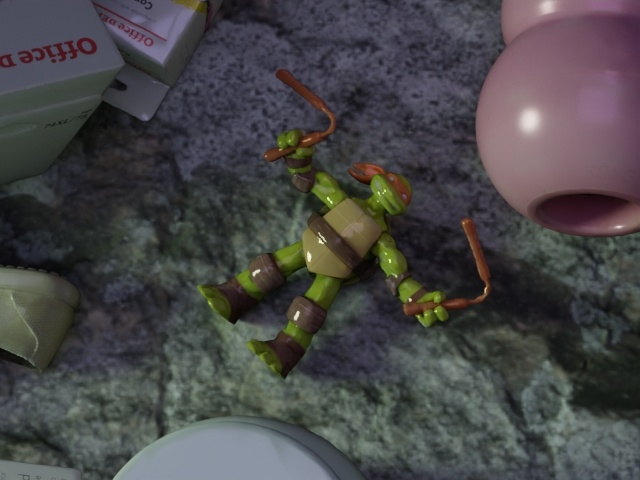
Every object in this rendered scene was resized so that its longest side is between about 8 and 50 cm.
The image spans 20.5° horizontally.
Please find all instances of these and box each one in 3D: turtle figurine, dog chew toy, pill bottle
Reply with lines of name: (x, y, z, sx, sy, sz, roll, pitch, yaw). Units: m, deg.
turtle figurine: (0.000, 0.000, 1.559, 0.217, 0.087, 0.269, -42, 87, 1)
dog chew toy: (0.243, -0.175, 1.538, 0.207, 0.206, 0.331, 4, 69, 4)
pill bottle: (-0.054, 0.252, 1.348, 0.224, 0.392, 0.224, -1, 78, 3)

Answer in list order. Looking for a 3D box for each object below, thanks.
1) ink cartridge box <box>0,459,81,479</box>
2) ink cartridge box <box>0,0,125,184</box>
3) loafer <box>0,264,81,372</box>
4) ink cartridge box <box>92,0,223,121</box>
ink cartridge box: (-0.381, 0.275, 1.422, 0.354, 0.119, 0.207, 8, 51, -11)
ink cartridge box: (-0.339, -0.192, 1.527, 0.198, 0.197, 0.270, -18, 74, -38)
loafer: (-0.348, 0.066, 1.553, 0.269, 0.102, 0.092, 3, 72, 3)
ink cartridge box: (-0.159, -0.222, 1.626, 0.115, 0.067, 0.198, 27, 80, 8)
